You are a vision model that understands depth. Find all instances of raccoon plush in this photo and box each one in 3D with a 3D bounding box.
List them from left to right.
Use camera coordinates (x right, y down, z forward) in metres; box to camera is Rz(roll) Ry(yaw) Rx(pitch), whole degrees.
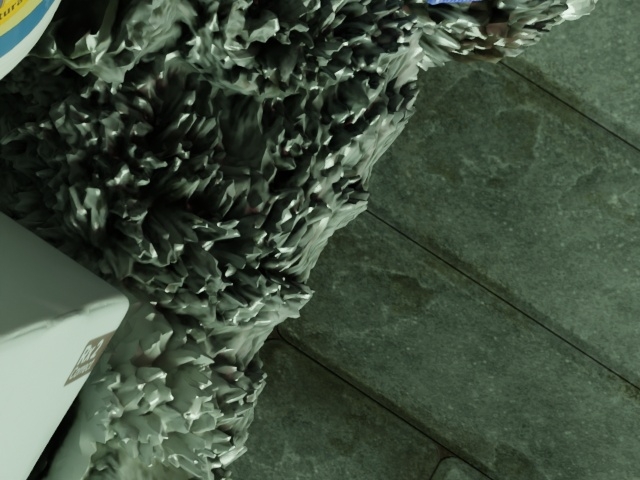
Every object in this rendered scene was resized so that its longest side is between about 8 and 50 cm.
[{"bbox_3d":[0.000,0.000,0.653,0.446,0.299,0.216,-13,-178,-17],"label":"raccoon plush"}]

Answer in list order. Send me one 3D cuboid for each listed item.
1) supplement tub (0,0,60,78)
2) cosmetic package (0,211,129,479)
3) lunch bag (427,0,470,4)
[{"bbox_3d":[-0.120,-0.134,0.311,0.144,0.144,0.200,-53,173,-35],"label":"supplement tub"},{"bbox_3d":[-0.194,0.039,0.460,0.151,0.183,0.151,-57,174,8],"label":"cosmetic package"},{"bbox_3d":[0.122,-0.310,0.593,0.385,0.239,0.328,-65,180,-57],"label":"lunch bag"}]
